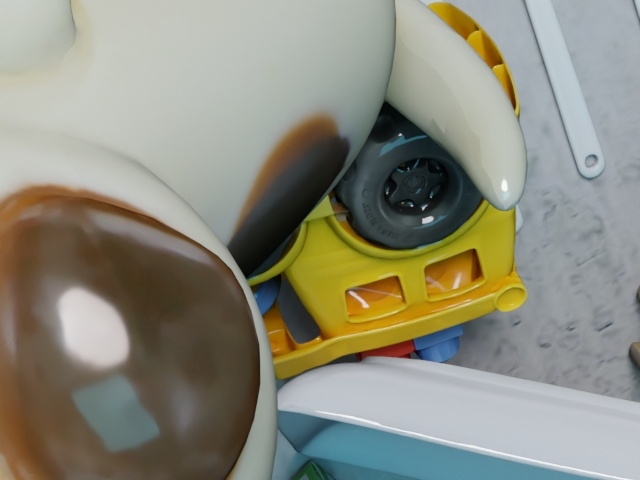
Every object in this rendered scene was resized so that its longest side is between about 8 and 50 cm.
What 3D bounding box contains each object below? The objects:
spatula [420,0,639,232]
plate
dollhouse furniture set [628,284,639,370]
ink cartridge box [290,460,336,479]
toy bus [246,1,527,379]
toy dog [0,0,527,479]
[{"bbox_3d":[0.126,-0.132,1.057,0.168,0.019,0.242,-25,112,-5],"label":"spatula"},{"bbox_3d":[0.118,0.109,0.980,0.277,0.278,0.045,10,80,5],"label":"plate"},{"bbox_3d":[0.290,0.011,1.019,0.161,0.242,0.212,0,111,-11],"label":"dollhouse furniture set"},{"bbox_3d":[-0.034,0.244,1.120,0.109,0.062,0.209,41,95,-22],"label":"ink cartridge box"},{"bbox_3d":[0.000,0.000,1.018,0.220,0.149,0.211,-16,127,-5],"label":"toy bus"},{"bbox_3d":[-0.117,-0.006,0.724,0.395,0.408,0.284,27,128,-18],"label":"toy dog"}]
